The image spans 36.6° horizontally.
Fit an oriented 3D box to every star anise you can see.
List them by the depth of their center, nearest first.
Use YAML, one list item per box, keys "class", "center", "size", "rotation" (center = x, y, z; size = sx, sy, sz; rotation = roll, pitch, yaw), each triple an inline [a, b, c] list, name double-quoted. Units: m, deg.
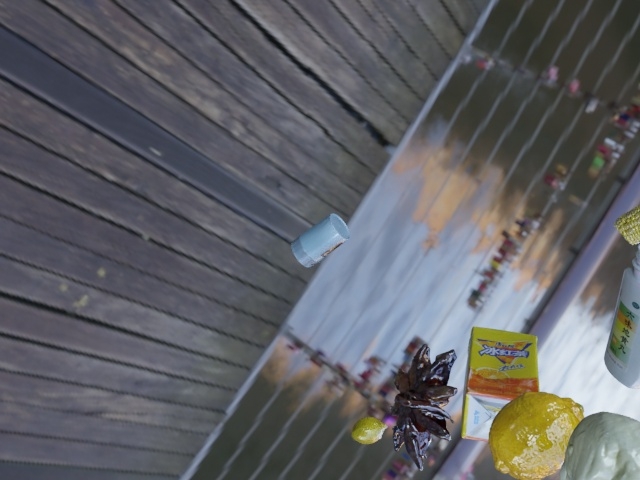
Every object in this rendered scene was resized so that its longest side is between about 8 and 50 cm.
- class: "star anise"
  center: [0.188, 0.332, 1.986]
  size: [0.102, 0.272, 0.272]
  rotation: [17, 108, -24]

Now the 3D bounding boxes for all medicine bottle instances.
- class: "medicine bottle"
  center: [0.757, 0.171, 2.247]
  size: [0.124, 0.179, 0.324]
  rotation: [4, 113, -9]

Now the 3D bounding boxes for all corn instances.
- class: "corn"
  center: [0.839, -0.071, 2.362]
  size: [0.093, 0.093, 0.244]
  rotation: [-19, 168, -48]

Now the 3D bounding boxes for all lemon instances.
- class: "lemon"
  center: [0.374, 0.333, 1.670]
  size: [0.187, 0.142, 0.142]
  rotation: [-32, 147, -5]
- class: "lemon"
  center: [0.118, 0.459, 2.343]
  size: [0.092, 0.065, 0.065]
  rotation: [-16, 148, 6]

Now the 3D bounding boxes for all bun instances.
- class: "bun"
  center: [0.451, 0.366, 1.374]
  size: [0.160, 0.259, 0.259]
  rotation: [-59, 154, -19]

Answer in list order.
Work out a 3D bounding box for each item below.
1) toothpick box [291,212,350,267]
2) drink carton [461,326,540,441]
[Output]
- class: "toothpick box"
  center: [0.000, 0.000, 1.531]
  size: [0.083, 0.052, 0.052]
  rotation: [-36, 159, 24]
- class: "drink carton"
  center: [0.385, 0.303, 2.070]
  size: [0.351, 0.154, 0.111]
  rotation: [-59, 155, -69]
